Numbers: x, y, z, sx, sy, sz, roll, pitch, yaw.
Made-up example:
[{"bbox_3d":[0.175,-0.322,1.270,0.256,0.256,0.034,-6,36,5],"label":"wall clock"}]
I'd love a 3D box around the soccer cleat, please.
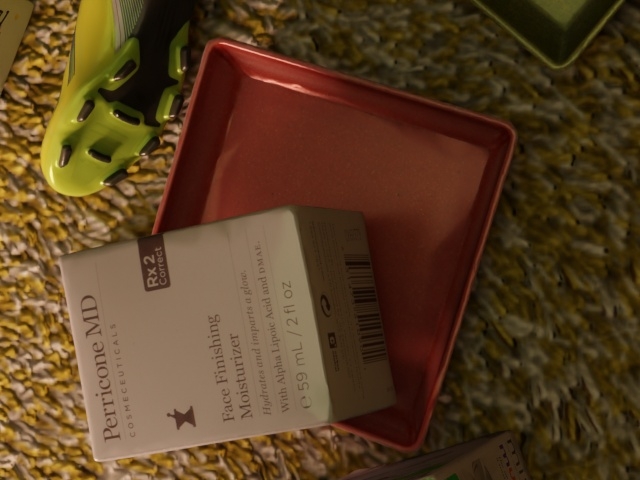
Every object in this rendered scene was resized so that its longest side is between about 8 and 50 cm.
[{"bbox_3d":[-0.158,-0.175,1.209,0.121,0.093,0.289,36,108,46],"label":"soccer cleat"}]

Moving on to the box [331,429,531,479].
[{"bbox_3d":[0.012,0.238,1.062,0.262,0.231,0.126,-22,83,18],"label":"box"}]

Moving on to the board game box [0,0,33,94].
[{"bbox_3d":[-0.422,-0.216,1.215,0.303,0.224,0.097,24,95,17],"label":"board game box"}]

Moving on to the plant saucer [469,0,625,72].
[{"bbox_3d":[0.170,-0.249,1.102,0.188,0.045,0.188,43,103,14],"label":"plant saucer"}]

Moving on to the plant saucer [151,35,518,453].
[{"bbox_3d":[0.000,0.000,1.162,0.259,0.048,0.258,18,96,17],"label":"plant saucer"}]

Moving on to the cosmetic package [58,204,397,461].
[{"bbox_3d":[-0.063,0.065,1.079,0.184,0.151,0.151,-12,85,19],"label":"cosmetic package"}]
